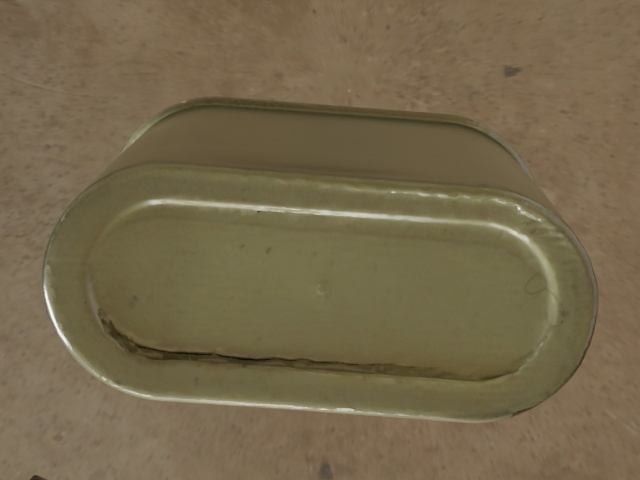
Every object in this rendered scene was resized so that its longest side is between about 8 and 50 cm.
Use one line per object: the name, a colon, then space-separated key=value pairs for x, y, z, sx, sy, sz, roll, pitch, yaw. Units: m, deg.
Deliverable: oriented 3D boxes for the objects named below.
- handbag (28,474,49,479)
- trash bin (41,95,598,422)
handbag: x=-0.244 y=0.299 z=1.165 sx=0.115 sy=0.072 sz=0.139 roll=32 pitch=77 yaw=-14
trash bin: x=0.000 y=0.000 z=0.633 sx=0.243 sy=0.247 sz=0.121 roll=4 pitch=100 yaw=1
